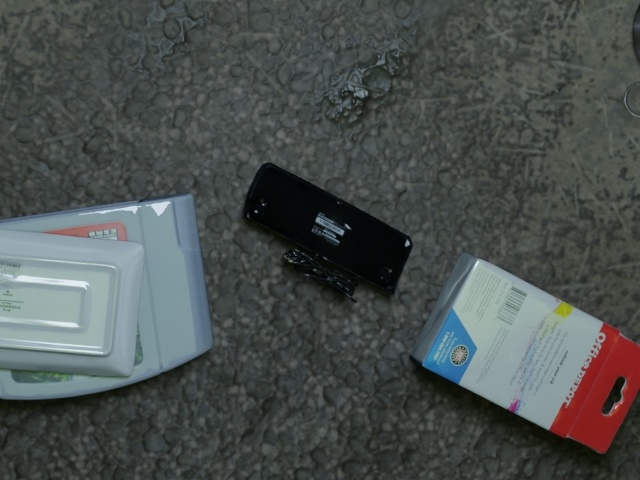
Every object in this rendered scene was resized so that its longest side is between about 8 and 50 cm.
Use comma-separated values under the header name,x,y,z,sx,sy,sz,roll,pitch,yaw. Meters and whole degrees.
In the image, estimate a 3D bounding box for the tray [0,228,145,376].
name,x,y,z,sx,sy,sz,roll,pitch,yaw
tray,-0.320,0.061,1.824,0.270,0.030,0.145,6,92,-10

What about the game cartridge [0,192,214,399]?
name,x,y,z,sx,sy,sz,roll,pitch,yaw
game cartridge,-0.265,0.066,1.875,0.294,0.060,0.196,-9,99,-9

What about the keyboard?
name,x,y,z,sx,sy,sz,roll,pitch,yaw
keyboard,0.000,0.000,1.930,0.192,0.038,0.100,28,66,-9

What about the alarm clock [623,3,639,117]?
name,x,y,z,sx,sy,sz,roll,pitch,yaw
alarm clock,0.398,-0.215,1.957,0.129,0.064,0.192,39,85,-10

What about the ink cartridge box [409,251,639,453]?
name,x,y,z,sx,sy,sz,roll,pitch,yaw
ink cartridge box,0.232,0.124,1.946,0.231,0.078,0.134,28,90,-10
